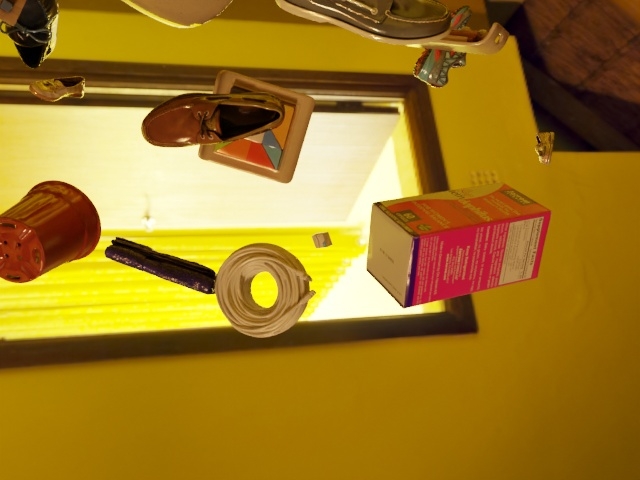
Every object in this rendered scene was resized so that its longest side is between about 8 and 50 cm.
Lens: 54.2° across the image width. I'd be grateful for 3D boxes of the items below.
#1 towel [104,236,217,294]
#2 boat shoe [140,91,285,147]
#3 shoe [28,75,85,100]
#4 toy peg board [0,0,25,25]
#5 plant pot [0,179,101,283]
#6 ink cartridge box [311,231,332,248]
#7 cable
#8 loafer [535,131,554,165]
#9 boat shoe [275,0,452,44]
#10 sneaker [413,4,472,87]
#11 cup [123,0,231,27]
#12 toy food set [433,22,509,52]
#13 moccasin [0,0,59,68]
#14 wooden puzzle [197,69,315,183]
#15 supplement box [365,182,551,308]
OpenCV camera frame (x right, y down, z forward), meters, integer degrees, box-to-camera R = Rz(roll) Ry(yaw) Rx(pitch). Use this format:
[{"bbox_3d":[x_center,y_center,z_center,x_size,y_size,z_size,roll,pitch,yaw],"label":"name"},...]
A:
[{"bbox_3d":[-0.431,0.069,1.766,0.227,0.308,0.076,137,-27,-86],"label":"towel"},{"bbox_3d":[-0.227,-0.258,1.314,0.104,0.307,0.110,-117,-166,-67],"label":"boat shoe"},{"bbox_3d":[-0.793,-0.469,1.894,0.058,0.076,0.219,-52,176,22],"label":"shoe"},{"bbox_3d":[-0.643,-0.531,1.212,0.160,0.161,0.079,-62,-149,5],"label":"toy peg board"},{"bbox_3d":[-0.843,-0.015,1.865,0.265,0.273,0.272,-67,163,-68],"label":"plant pot"},{"bbox_3d":[0.000,0.000,2.104,0.083,0.028,0.048,-8,-76,55],"label":"ink cartridge box"},{"bbox_3d":[-0.155,0.131,1.697,0.257,0.257,0.089,-50,167,13],"label":"cable"},{"bbox_3d":[0.483,-0.200,1.358,0.125,0.039,0.045,-58,155,-51],"label":"loafer"},{"bbox_3d":[0.081,-0.425,1.081,0.099,0.320,0.116,104,-1,-52],"label":"boat shoe"},{"bbox_3d":[0.382,-0.566,1.846,0.261,0.125,0.104,-58,-165,-2],"label":"sneaker"},{"bbox_3d":[-0.299,-0.542,1.023,0.331,0.237,0.330,4,-83,35],"label":"cup"},{"bbox_3d":[0.300,-0.529,1.554,0.220,0.306,0.092,-24,124,-65],"label":"toy food set"},{"bbox_3d":[-0.702,-0.523,1.531,0.342,0.138,0.116,140,-40,-75],"label":"moccasin"},{"bbox_3d":[-0.153,-0.266,1.492,0.044,0.239,0.220,-105,-149,-72],"label":"wooden puzzle"},{"bbox_3d":[0.188,0.002,0.862,0.111,0.220,0.113,-133,-140,-54],"label":"supplement box"}]
